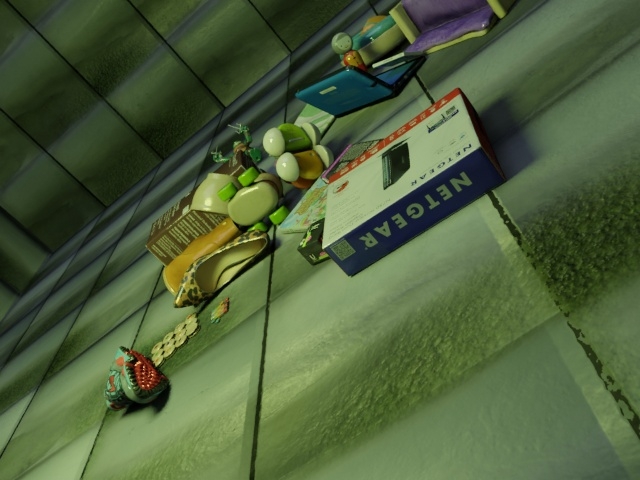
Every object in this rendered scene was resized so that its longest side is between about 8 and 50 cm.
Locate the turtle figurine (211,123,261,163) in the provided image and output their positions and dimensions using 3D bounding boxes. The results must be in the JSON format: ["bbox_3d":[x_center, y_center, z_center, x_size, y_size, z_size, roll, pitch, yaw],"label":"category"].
[{"bbox_3d":[-0.295,-0.330,2.340,0.175,0.118,0.234,-54,36,11],"label":"turtle figurine"}]

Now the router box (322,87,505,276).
[{"bbox_3d":[0.164,-0.120,1.232,0.335,0.082,0.301,-34,24,21],"label":"router box"}]

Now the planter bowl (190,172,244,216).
[{"bbox_3d":[-0.268,-0.124,1.764,0.162,0.162,0.109,5,85,61],"label":"planter bowl"}]

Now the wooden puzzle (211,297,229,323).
[{"bbox_3d":[-0.232,0.163,1.481,0.049,0.006,0.083,-38,23,11],"label":"wooden puzzle"}]

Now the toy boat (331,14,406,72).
[{"bbox_3d":[0.144,-0.646,2.094,0.267,0.148,0.318,-25,18,38],"label":"toy boat"}]

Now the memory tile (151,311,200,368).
[{"bbox_3d":[-0.347,0.237,1.532,0.148,0.012,0.113,-42,22,1],"label":"memory tile"}]

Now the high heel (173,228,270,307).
[{"bbox_3d":[-0.237,0.066,1.541,0.261,0.093,0.186,-45,14,-30],"label":"high heel"}]

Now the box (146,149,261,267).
[{"bbox_3d":[-0.338,-0.088,1.944,0.381,0.143,0.191,-38,22,7],"label":"box"}]

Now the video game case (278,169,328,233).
[{"bbox_3d":[0.010,-0.102,1.536,0.212,0.023,0.193,-53,24,-23],"label":"video game case"}]

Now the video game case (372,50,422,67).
[{"bbox_3d":[0.223,-0.524,1.860,0.087,0.011,0.122,-18,7,-40],"label":"video game case"}]

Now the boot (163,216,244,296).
[{"bbox_3d":[-0.299,0.036,1.697,0.211,0.104,0.295,-40,18,8],"label":"boot"}]

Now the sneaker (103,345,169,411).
[{"bbox_3d":[-0.411,0.325,1.406,0.125,0.104,0.262,-64,21,-6],"label":"sneaker"}]

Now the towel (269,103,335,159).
[{"bbox_3d":[-0.018,-0.404,2.115,0.248,0.038,0.325,-14,35,48],"label":"towel"}]

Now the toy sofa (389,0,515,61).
[{"bbox_3d":[0.351,-0.643,1.785,0.177,0.150,0.362,-50,23,-20],"label":"toy sofa"}]

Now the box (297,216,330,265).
[{"bbox_3d":[0.000,0.000,1.330,0.062,0.052,0.083,-25,27,38],"label":"box"}]

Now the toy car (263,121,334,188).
[{"bbox_3d":[-0.067,-0.218,1.699,0.159,0.182,0.136,-18,-20,-31],"label":"toy car"}]

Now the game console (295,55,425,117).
[{"bbox_3d":[0.111,-0.478,1.873,0.293,0.250,0.173,-7,68,56],"label":"game console"}]

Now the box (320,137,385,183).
[{"bbox_3d":[0.079,-0.183,1.503,0.116,0.029,0.162,-50,22,-18],"label":"box"}]

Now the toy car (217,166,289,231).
[{"bbox_3d":[-0.157,-0.125,1.707,0.149,0.155,0.188,-32,15,25],"label":"toy car"}]
